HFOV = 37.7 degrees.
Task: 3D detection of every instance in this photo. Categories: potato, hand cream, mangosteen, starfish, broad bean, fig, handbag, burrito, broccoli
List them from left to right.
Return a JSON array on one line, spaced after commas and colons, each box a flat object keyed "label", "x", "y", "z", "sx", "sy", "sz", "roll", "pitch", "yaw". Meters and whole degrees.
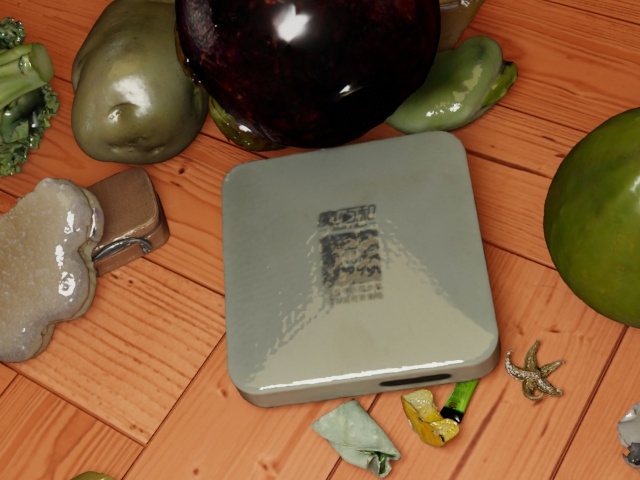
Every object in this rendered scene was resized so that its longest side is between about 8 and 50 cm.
[{"label": "broccoli", "x": -0.571, "y": -0.251, "z": 1.592, "sx": 0.260, "sy": 0.288, "sz": 0.235, "roll": -23, "pitch": 16, "yaw": -5}, {"label": "handbag", "x": -0.341, "y": -0.020, "z": 1.483, "sx": 0.193, "sy": 0.072, "sz": 0.151, "roll": -23, "pitch": 55, "yaw": -5}, {"label": "potato", "x": -0.285, "y": -0.261, "z": 1.529, "sx": 0.221, "sy": 0.243, "sz": 0.326, "roll": -4, "pitch": 40, "yaw": 9}, {"label": "mangosteen", "x": -0.020, "y": -0.291, "z": 1.344, "sx": 0.381, "sy": 0.421, "sz": 0.381, "roll": 8, "pitch": 44, "yaw": -8}, {"label": "burrito", "x": 0.049, "y": 0.262, "z": 1.218, "sx": 0.074, "sy": 0.044, "sz": 0.118, "roll": -30, "pitch": 53, "yaw": -19}, {"label": "broad bean", "x": 0.205, "y": -0.242, "z": 1.505, "sx": 0.228, "sy": 0.100, "sz": 0.169, "roll": -14, "pitch": 45, "yaw": 18}, {"label": "hand cream", "x": 0.197, "y": 0.187, "z": 1.250, "sx": 0.036, "sy": 0.023, "sz": 0.122, "roll": 10, "pitch": 58, "yaw": 42}, {"label": "starfish", "x": 0.283, "y": 0.172, "z": 1.239, "sx": 0.078, "sy": 0.028, "sz": 0.091, "roll": 4, "pitch": 54, "yaw": 8}, {"label": "fig", "x": 0.432, "y": -0.042, "z": 1.178, "sx": 0.316, "sy": 0.316, "sz": 0.316, "roll": -6, "pitch": 55, "yaw": 9}]

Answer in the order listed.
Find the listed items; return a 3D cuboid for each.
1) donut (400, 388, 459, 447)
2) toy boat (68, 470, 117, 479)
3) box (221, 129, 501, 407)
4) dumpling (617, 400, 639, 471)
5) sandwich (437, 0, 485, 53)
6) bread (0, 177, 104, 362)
[{"label": "donut", "x": 0.145, "y": 0.229, "z": 1.209, "sx": 0.038, "sy": 0.083, "sz": 0.067, "roll": -19, "pitch": 95, "yaw": -24}, {"label": "toy boat", "x": -0.354, "y": 0.382, "z": 1.217, "sx": 0.226, "sy": 0.068, "sz": 0.088, "roll": -30, "pitch": 60, "yaw": -12}, {"label": "box", "x": 0.047, "y": 0.033, "z": 1.315, "sx": 0.367, "sy": 0.090, "sz": 0.373, "roll": -8, "pitch": 60, "yaw": 6}, {"label": "dumpling", "x": 0.495, "y": 0.228, "z": 1.078, "sx": 0.293, "sy": 0.163, "sz": 0.204, "roll": 18, "pitch": 66, "yaw": 36}, {"label": "sandwich", "x": 0.165, "y": -0.375, "z": 1.602, "sx": 0.258, "sy": 0.096, "sz": 0.094, "roll": -9, "pitch": 48, "yaw": 8}, {"label": "bread", "x": -0.438, "y": 0.068, "z": 1.384, "sx": 0.337, "sy": 0.102, "sz": 0.183, "roll": -42, "pitch": 82, "yaw": 11}]
